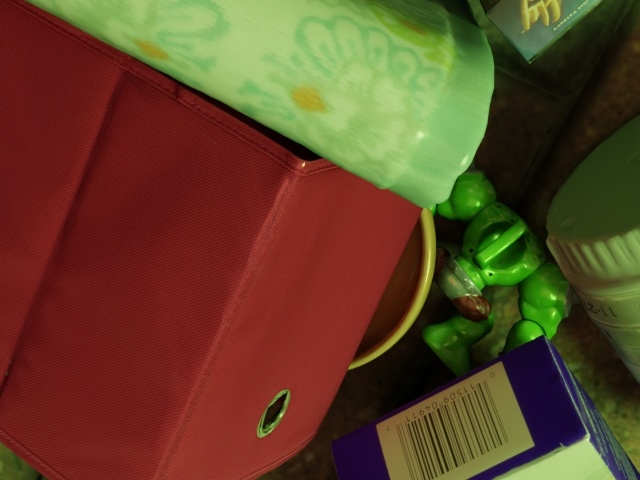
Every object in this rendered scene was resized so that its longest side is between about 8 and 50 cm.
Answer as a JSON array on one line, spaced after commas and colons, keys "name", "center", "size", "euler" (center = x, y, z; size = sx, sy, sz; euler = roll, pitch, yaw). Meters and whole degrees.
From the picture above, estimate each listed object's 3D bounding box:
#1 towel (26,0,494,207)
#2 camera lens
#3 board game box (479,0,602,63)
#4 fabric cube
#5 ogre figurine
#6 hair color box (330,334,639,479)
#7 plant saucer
[{"name": "towel", "center": [-0.057, -0.159, 0.761], "size": [0.320, 0.374, 0.090], "euler": [24, 108, -5]}, {"name": "camera lens", "center": [0.320, 0.041, 0.898], "size": [0.219, 0.219, 0.274], "euler": [-35, 105, 14]}, {"name": "board game box", "center": [0.169, -0.207, 0.800], "size": [0.165, 0.243, 0.042], "euler": [-41, 104, 16]}, {"name": "fabric cube", "center": [-0.102, -0.008, 0.841], "size": [0.259, 0.254, 0.258], "euler": [32, 109, 19]}, {"name": "ogre figurine", "center": [0.117, 0.028, 0.963], "size": [0.118, 0.097, 0.197], "euler": [-40, 62, 11]}, {"name": "hair color box", "center": [0.171, 0.240, 0.975], "size": [0.185, 0.110, 0.339], "euler": [-29, 132, 12]}, {"name": "plant saucer", "center": [0.000, 0.000, 0.955], "size": [0.199, 0.037, 0.200], "euler": [3, 96, 29]}]
